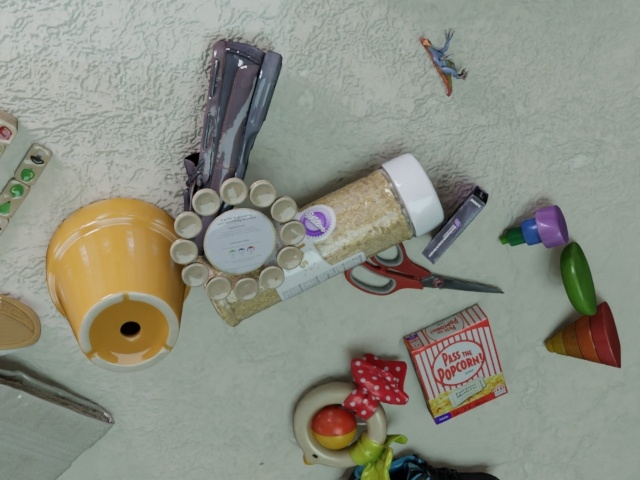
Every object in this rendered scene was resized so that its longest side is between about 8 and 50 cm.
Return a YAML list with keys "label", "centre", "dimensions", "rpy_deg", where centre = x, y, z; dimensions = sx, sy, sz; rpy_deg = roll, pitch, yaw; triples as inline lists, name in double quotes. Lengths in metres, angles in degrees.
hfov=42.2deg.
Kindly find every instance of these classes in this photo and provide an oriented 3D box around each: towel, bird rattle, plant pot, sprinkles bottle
- label: "towel"
  centre: [-0.479, 0.287, 1.260]
  dimensions: [0.187, 0.049, 0.282]
  rpy_deg: [-42, 134, 10]
- label: "bird rattle"
  centre: [0.054, 0.315, 1.427]
  dimensions: [0.207, 0.143, 0.253]
  rpy_deg: [-5, 119, 4]
- label: "plant pot"
  centre: [-0.269, 0.074, 1.135]
  dimensions: [0.205, 0.188, 0.205]
  rpy_deg: [-8, 122, -13]
- label: "sprinkles bottle"
  centre: [0.000, 0.000, 1.218]
  dimensions: [0.355, 0.121, 0.121]
  rpy_deg: [-26, 124, -1]

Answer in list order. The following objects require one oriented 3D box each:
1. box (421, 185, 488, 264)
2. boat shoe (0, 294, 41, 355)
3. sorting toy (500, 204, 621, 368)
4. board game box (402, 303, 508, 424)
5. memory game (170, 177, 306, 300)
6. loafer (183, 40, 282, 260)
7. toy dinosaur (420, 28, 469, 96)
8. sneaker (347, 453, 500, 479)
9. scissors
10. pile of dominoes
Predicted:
- label: "box"
  centre: [0.206, -0.027, 1.255]
  dimensions: [0.029, 0.162, 0.116]
  rpy_deg: [40, 104, 3]
- label: "boat shoe"
  centre: [-0.535, 0.130, 1.149]
  dimensions: [0.277, 0.098, 0.096]
  rpy_deg: [5, 141, -24]
- label: "sorting toy"
  centre: [0.410, 0.095, 1.440]
  dimensions: [0.126, 0.127, 0.365]
  rpy_deg: [-16, 126, 28]
- label: "board game box"
  centre: [0.242, 0.223, 1.475]
  dimensions: [0.147, 0.045, 0.193]
  rpy_deg: [-24, 124, -3]
- label: "memory game"
  centre: [-0.109, 0.001, 1.113]
  dimensions: [0.186, 0.012, 0.186]
  rpy_deg: [-7, 117, -13]
- label: "loafer"
  centre: [-0.140, -0.123, 1.126]
  dimensions: [0.095, 0.109, 0.302]
  rpy_deg: [20, 107, -6]
- label: "toy dinosaur"
  centre: [0.170, -0.251, 1.174]
  dimensions: [0.082, 0.047, 0.090]
  rpy_deg: [24, 122, -9]
- label: "sneaker"
  centre: [0.206, 0.480, 1.569]
  dimensions: [0.341, 0.125, 0.139]
  rpy_deg: [-2, 118, -18]
- label: "scissors"
  centre: [0.174, 0.073, 1.382]
  dimensions: [0.297, 0.021, 0.109]
  rpy_deg: [24, 107, -29]
- label: "pile of dominoes"
  centre: [-0.487, -0.069, 1.069]
  dimensions: [0.196, 0.040, 0.251]
  rpy_deg: [29, 107, -30]
